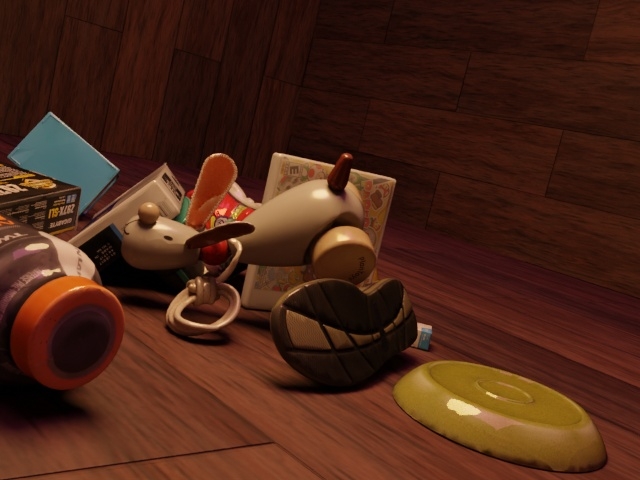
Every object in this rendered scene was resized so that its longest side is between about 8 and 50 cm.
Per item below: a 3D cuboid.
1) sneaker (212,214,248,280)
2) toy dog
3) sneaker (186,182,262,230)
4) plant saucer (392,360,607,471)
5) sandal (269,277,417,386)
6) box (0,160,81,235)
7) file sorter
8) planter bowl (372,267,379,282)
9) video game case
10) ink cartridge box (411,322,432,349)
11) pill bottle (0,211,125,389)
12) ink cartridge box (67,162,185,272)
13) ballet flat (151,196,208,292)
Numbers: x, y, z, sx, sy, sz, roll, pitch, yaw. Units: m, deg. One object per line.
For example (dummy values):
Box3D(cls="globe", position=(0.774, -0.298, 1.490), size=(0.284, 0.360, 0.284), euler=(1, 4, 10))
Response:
Box3D(cls="sneaker", position=(-0.145, 0.005, 1.161), size=(0.098, 0.083, 0.223), euler=(57, -10, -2))
Box3D(cls="toy dog", position=(-0.075, -0.034, 0.929), size=(0.333, 0.161, 0.220), euler=(-16, 40, -26))
Box3D(cls="sneaker", position=(-0.174, -0.028, 1.485), size=(0.118, 0.107, 0.279), euler=(-23, 44, -37))
Box3D(cls="plant saucer", position=(0.201, 0.184, 0.820), size=(0.241, 0.037, 0.241), euler=(13, 8, -2))
Box3D(cls="sandal", position=(0.029, 0.109, 0.885), size=(0.086, 0.120, 0.303), euler=(-14, -9, 28))
Box3D(cls="box", position=(-0.523, -0.054, 0.972), size=(0.257, 0.079, 0.322), euler=(19, 16, 12))
Box3D(cls="file sorter", position=(-0.500, -0.144, 1.444), size=(0.170, 0.118, 0.104), euler=(41, -10, -8))
Box3D(cls="planter bowl", position=(0.029, 0.051, 1.291), size=(0.217, 0.090, 0.217), euler=(13, 7, -2))
Box3D(cls="video game case", position=(0.000, 0.000, 1.088), size=(0.206, 0.227, 0.026), euler=(9, 8, -30))
Box3D(cls="ink cartridge box", position=(0.120, 0.133, 1.079), size=(0.083, 0.028, 0.048), euler=(14, 7, 6))
Box3D(cls="pill bottle", position=(-0.280, 0.045, 0.638), size=(0.245, 0.130, 0.130), euler=(18, 9, 34))
Box3D(cls="ink cartridge box", position=(-0.292, -0.040, 1.133), size=(0.065, 0.165, 0.333), euler=(53, 0, -14))
Box3D(cls="ballet flat", position=(-0.218, 0.014, 1.149), size=(0.096, 0.095, 0.280), euler=(55, 6, -19))
